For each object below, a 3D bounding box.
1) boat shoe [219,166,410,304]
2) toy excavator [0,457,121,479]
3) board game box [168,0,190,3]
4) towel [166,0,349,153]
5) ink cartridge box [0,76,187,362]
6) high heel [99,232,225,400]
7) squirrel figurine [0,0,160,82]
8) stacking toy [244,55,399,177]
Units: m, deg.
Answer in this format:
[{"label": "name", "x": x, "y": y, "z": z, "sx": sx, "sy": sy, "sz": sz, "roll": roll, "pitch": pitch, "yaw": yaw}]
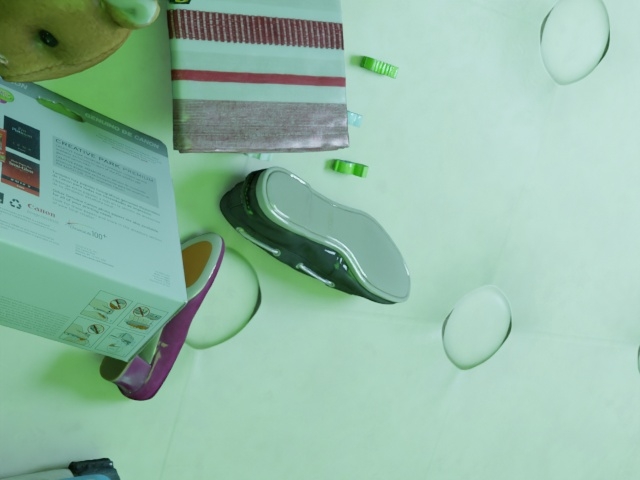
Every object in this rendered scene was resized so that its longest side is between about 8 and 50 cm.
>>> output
[{"label": "boat shoe", "x": 0.000, "y": 0.000, "z": 1.292, "sx": 0.335, "sy": 0.095, "sz": 0.112, "roll": 34, "pitch": 54, "yaw": -38}, {"label": "toy excavator", "x": -0.295, "y": 0.397, "z": 1.043, "sx": 0.222, "sy": 0.445, "sz": 0.433, "roll": -1, "pitch": 109, "yaw": -30}, {"label": "board game box", "x": -0.147, "y": -0.397, "z": 0.966, "sx": 0.030, "sy": 0.136, "sz": 0.260, "roll": -3, "pitch": 89, "yaw": -18}, {"label": "towel", "x": -0.078, "y": -0.270, "z": 1.104, "sx": 0.237, "sy": 0.037, "sz": 0.329, "roll": -4, "pitch": 92, "yaw": -33}, {"label": "ink cartridge box", "x": -0.321, "y": -0.041, "z": 1.025, "sx": 0.309, "sy": 0.272, "sz": 0.130, "roll": 24, "pitch": 126, "yaw": -34}, {"label": "high heel", "x": -0.194, "y": 0.106, "z": 1.231, "sx": 0.244, "sy": 0.082, "sz": 0.117, "roll": -60, "pitch": 154, "yaw": -13}, {"label": "squirrel figurine", "x": -0.271, "y": -0.349, "z": 0.810, "sx": 0.397, "sy": 0.281, "sz": 0.370, "roll": -49, "pitch": 118, "yaw": -11}, {"label": "stacking toy", "x": 0.001, "y": -0.179, "z": 1.234, "sx": 0.221, "sy": 0.052, "sz": 0.167, "roll": 9, "pitch": 104, "yaw": -33}]
